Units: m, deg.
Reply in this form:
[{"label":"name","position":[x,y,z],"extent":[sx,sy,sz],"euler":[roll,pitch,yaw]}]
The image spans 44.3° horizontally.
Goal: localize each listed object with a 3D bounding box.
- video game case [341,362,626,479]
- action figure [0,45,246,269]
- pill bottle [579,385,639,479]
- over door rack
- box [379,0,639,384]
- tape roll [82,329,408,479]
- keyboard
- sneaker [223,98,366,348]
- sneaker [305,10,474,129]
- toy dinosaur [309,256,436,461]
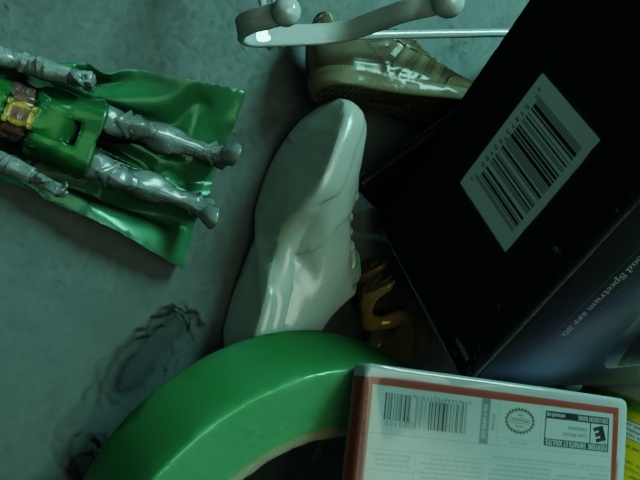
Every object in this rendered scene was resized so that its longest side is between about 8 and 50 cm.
[{"label":"video game case","position":[0.102,0.234,0.505],"extent":[0.204,0.025,0.285],"euler":[11,78,-18]},{"label":"action figure","position":[-0.170,-0.073,0.512],"extent":[0.232,0.063,0.137],"euler":[17,89,-26]},{"label":"pill bottle","position":[0.265,0.262,0.735],"extent":[0.136,0.136,0.245],"euler":[36,77,-27]},{"label":"over door rack","position":[0.075,-0.260,0.564],"extent":[0.324,0.108,0.239],"euler":[-8,89,-36]},{"label":"box","position":[0.260,-0.042,0.595],"extent":[0.294,0.182,0.296],"euler":[6,133,-33]},{"label":"tape roll","position":[-0.022,0.228,0.575],"extent":[0.321,0.077,0.321],"euler":[-9,109,-28]},{"label":"keyboard","position":[0.121,-0.085,0.647],"extent":[0.192,0.038,0.100],"euler":[-33,139,12]},{"label":"sneaker","position":[0.000,0.000,0.607],"extent":[0.094,0.080,0.212],"euler":[17,96,-32]},{"label":"sneaker","position":[0.072,-0.138,0.636],"extent":[0.188,0.066,0.071],"euler":[5,74,-37]},{"label":"toy dinosaur","position":[0.058,0.081,0.647],"extent":[0.211,0.064,0.112],"euler":[-38,112,-21]}]
